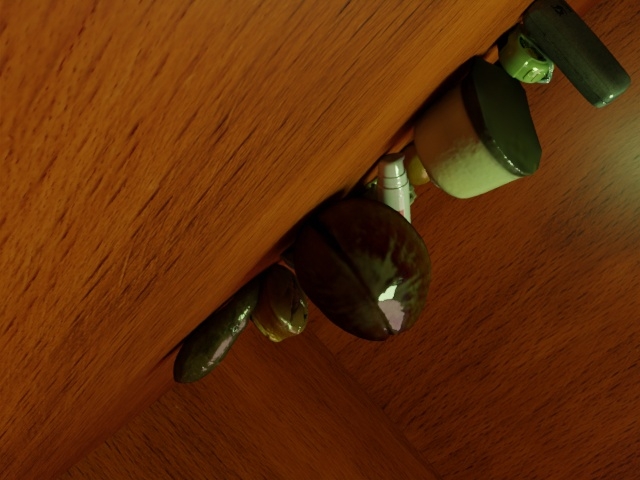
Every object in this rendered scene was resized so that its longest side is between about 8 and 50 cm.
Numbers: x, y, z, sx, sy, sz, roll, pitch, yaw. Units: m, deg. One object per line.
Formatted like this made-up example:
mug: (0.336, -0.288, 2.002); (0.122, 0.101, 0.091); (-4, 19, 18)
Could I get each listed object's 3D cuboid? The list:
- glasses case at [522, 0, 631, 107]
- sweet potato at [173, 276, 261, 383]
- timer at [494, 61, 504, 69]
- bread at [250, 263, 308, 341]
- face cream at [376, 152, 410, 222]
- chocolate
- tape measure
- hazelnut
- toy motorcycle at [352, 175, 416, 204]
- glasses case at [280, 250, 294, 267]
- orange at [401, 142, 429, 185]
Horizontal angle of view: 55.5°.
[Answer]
glasses case: (0.658, -0.491, 1.566); (0.131, 0.323, 0.074); (-35, 174, -33)
sweet potato: (-0.316, 0.286, 1.896); (0.423, 0.130, 0.130); (-51, 176, -3)
timer: (0.575, -0.550, 2.054); (0.187, 0.055, 0.144); (-46, 178, -7)
bread: (-0.132, 0.203, 1.999); (0.142, 0.195, 0.270); (-34, -149, 21)
face cream: (0.230, -0.107, 1.895); (0.102, 0.102, 0.346); (-39, 132, -37)
chocolate: (0.399, -0.285, 1.664); (0.297, 0.326, 0.314); (-17, 170, 40)
tape measure: (0.548, -0.495, 1.640); (0.154, 0.177, 0.087); (-23, 161, -40)
hazelnut: (0.137, 0.075, 1.766); (0.402, 0.429, 0.402); (-29, -168, 7)
toy motorcycle: (0.194, -0.123, 2.121); (0.237, 0.169, 0.410); (-38, -177, 29)
glasses case: (-0.059, 0.068, 2.080); (0.308, 0.128, 0.083); (81, 32, -84)
orange: (0.338, -0.269, 2.096); (0.159, 0.136, 0.159); (-48, 167, -16)
